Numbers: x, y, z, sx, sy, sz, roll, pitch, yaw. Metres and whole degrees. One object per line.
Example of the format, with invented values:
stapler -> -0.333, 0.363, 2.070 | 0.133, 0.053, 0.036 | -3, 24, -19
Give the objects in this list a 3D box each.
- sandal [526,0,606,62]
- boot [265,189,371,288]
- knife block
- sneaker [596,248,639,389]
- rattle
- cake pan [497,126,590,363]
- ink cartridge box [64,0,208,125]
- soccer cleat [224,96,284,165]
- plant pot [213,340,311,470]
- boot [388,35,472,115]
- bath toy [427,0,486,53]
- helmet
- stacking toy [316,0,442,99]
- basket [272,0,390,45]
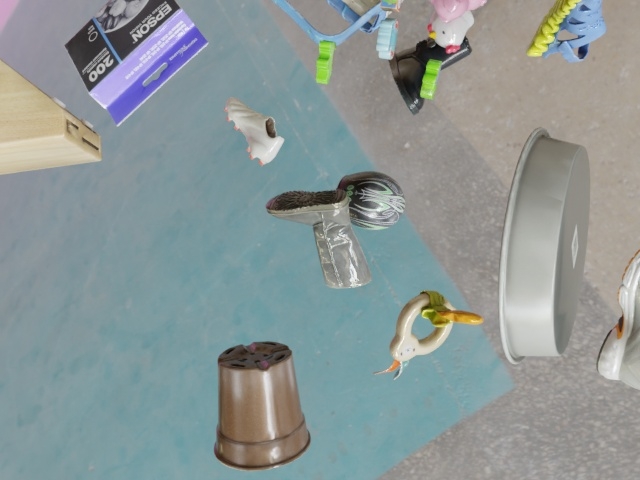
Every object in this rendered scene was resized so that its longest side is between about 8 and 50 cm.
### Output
sandal -> 0.607, -0.520, 1.313 | 0.138, 0.317, 0.126 | 27, 81, 5
boot -> -0.002, 0.001, 1.146 | 0.190, 0.208, 0.076 | 3, 41, 24
knife block -> -0.392, -0.093, 0.538 | 0.276, 0.088, 0.242 | 37, 86, 4
sneaker -> 0.496, 0.111, 0.805 | 0.121, 0.099, 0.262 | 30, 131, 45
rattle -> 0.200, 0.202, 1.045 | 0.143, 0.130, 0.199 | 34, 83, 41
cake pan -> 0.282, 0.010, 0.690 | 0.054, 0.293, 0.293 | 6, 80, 31
ink cartridge box -> -0.311, -0.325, 0.931 | 0.206, 0.045, 0.208 | -40, 62, 7
soccer cleat -> -0.131, -0.233, 1.133 | 0.076, 0.068, 0.196 | -42, 55, 17
plant pot -> -0.103, 0.268, 0.953 | 0.167, 0.167, 0.165 | 5, 102, 40
boot -> 0.293, -0.457, 1.466 | 0.207, 0.094, 0.246 | -25, 44, 19
bath toy -> 0.309, -0.543, 1.236 | 0.152, 0.348, 0.128 | 7, 73, -1
helmet -> 0.136, -0.103, 1.467 | 0.162, 0.169, 0.169 | 11, 83, 27
stacking toy -> 0.094, -0.307, 0.746 | 0.167, 0.052, 0.221 | 14, 103, 16
basket -> 0.028, -0.475, 0.960 | 0.289, 0.201, 0.255 | -41, 77, -15
